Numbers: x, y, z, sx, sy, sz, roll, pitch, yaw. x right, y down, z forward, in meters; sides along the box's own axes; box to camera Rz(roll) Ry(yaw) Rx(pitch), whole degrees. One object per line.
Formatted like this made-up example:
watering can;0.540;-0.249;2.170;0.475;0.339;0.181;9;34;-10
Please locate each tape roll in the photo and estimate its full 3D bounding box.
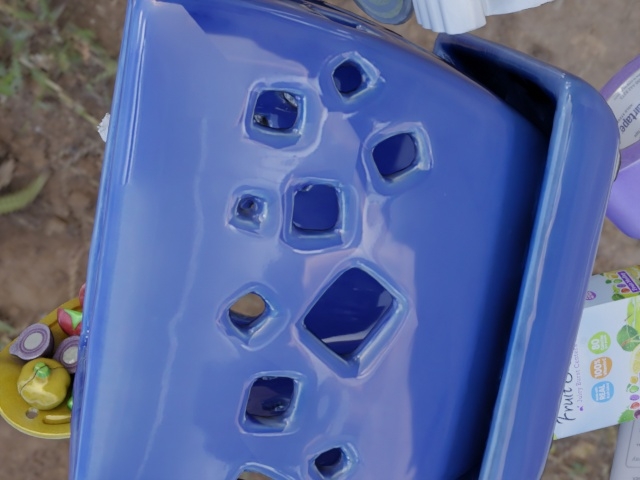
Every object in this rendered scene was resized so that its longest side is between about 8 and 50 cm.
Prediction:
tape roll;0.306;-0.097;1.025;0.080;0.189;0.189;41;159;-17

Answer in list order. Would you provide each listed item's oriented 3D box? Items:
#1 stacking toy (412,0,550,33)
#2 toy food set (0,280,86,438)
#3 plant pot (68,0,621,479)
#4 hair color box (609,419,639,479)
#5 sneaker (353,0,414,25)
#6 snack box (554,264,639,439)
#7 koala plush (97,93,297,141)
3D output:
stacking toy;0.013;-0.173;0.421;0.221;0.052;0.167;-133;25;-65
toy food set;-0.213;0.087;1.115;0.128;0.218;0.071;35;144;21
plant pot;0.000;0.000;0.561;0.212;0.235;0.236;7;-166;-13
hair color box;0.474;0.328;1.502;0.185;0.374;0.113;-8;144;43
sneaker;-0.003;-0.336;1.274;0.111;0.121;0.300;-18;127;42
snack box;0.299;0.134;1.360;0.070;0.207;0.174;-107;4;-62
koala plush;-0.092;-0.130;1.145;0.196;0.221;0.203;38;-173;2
